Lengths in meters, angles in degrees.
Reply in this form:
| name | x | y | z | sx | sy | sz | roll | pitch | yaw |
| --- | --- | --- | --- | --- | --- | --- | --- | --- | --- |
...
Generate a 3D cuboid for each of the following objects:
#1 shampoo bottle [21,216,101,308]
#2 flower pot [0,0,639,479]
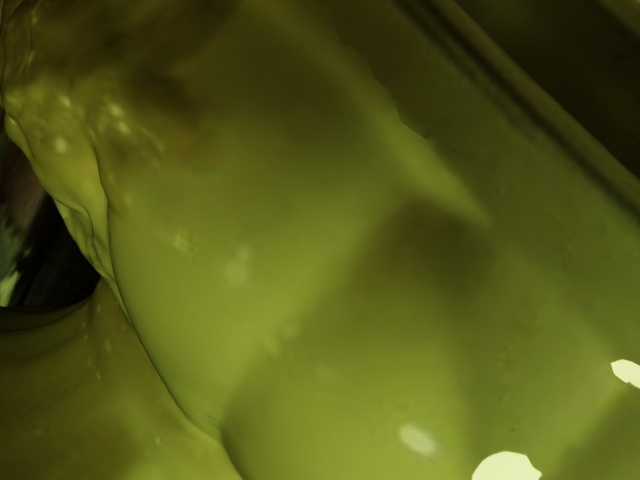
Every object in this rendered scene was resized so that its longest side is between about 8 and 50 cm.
| name | x | y | z | sx | sy | sz | roll | pitch | yaw |
| --- | --- | --- | --- | --- | --- | --- | --- | --- | --- |
| shampoo bottle | -0.091 | 0.036 | 0.731 | 0.234 | 0.049 | 0.087 | -65 | 166 | 10 |
| flower pot | 0.008 | 0.028 | 0.574 | 0.244 | 0.307 | 0.307 | -47 | 176 | 17 |
